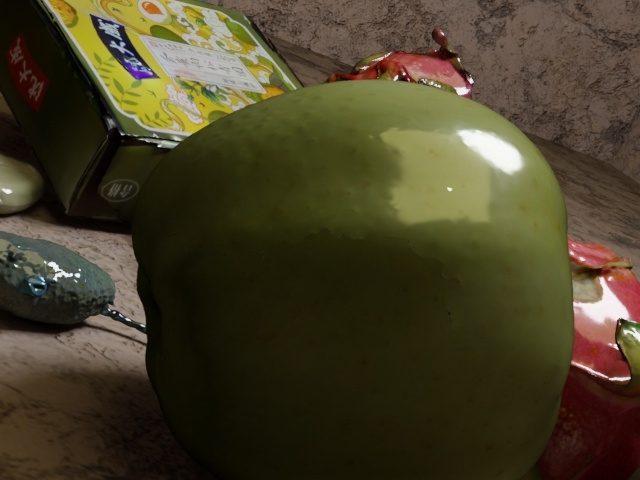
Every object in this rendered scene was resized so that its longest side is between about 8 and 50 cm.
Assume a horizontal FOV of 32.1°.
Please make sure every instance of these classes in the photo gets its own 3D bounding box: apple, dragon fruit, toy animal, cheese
[{"bbox_3d":[0.025,0.051,0.883,0.357,0.357,0.357,23,16,-7],"label":"apple"},{"bbox_3d":[0.082,-0.167,1.808,0.263,0.314,0.296,-12,8,-22],"label":"dragon fruit"},{"bbox_3d":[0.245,0.111,1.110,0.305,0.225,0.305,8,25,-4],"label":"dragon fruit"},{"bbox_3d":[-0.208,0.063,1.017,0.253,0.070,0.079,31,48,-21],"label":"toy animal"},{"bbox_3d":[-0.351,-0.050,1.183,0.097,0.037,0.192,20,16,-11],"label":"cheese"}]

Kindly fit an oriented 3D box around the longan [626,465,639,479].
[{"bbox_3d":[0.353,0.257,0.912,0.246,0.215,0.246,32,35,-26],"label":"longan"}]

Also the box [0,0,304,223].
[{"bbox_3d":[-0.194,-0.183,1.439,0.420,0.138,0.373,4,41,-45],"label":"box"}]
